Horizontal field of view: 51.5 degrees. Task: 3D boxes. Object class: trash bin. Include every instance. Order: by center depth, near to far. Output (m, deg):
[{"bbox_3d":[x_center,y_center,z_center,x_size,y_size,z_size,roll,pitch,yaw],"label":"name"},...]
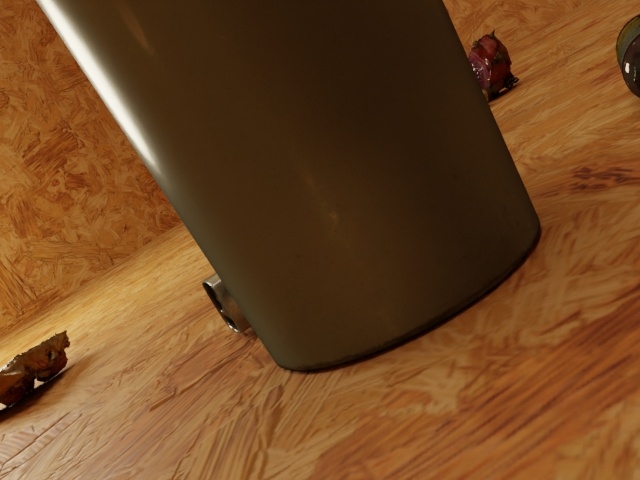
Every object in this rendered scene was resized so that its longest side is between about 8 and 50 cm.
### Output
[{"bbox_3d":[-0.037,-0.147,0.512,0.280,0.432,0.280,-29,9,5],"label":"trash bin"}]

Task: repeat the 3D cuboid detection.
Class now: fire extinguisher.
[{"bbox_3d":[0.345,-0.183,0.638,0.106,0.075,0.252,-24,11,28],"label":"fire extinguisher"}]

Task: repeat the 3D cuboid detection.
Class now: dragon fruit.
[{"bbox_3d":[0.344,-0.335,1.342,0.102,0.096,0.147,-32,-33,-36],"label":"dragon fruit"}]

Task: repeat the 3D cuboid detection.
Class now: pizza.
[{"bbox_3d":[-0.439,0.201,1.000,0.201,0.053,0.193,-36,5,44],"label":"pizza"}]

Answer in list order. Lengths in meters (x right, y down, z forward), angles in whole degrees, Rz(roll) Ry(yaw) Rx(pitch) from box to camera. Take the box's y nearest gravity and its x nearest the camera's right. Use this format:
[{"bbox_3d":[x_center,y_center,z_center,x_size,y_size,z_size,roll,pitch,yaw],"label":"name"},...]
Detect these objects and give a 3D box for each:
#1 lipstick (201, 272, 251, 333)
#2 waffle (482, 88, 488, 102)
[{"bbox_3d":[0.000,0.000,0.695,0.253,0.077,0.079,-33,10,-19],"label":"lipstick"},{"bbox_3d":[0.249,-0.257,1.337,0.149,0.051,0.194,-36,11,-24],"label":"waffle"}]
